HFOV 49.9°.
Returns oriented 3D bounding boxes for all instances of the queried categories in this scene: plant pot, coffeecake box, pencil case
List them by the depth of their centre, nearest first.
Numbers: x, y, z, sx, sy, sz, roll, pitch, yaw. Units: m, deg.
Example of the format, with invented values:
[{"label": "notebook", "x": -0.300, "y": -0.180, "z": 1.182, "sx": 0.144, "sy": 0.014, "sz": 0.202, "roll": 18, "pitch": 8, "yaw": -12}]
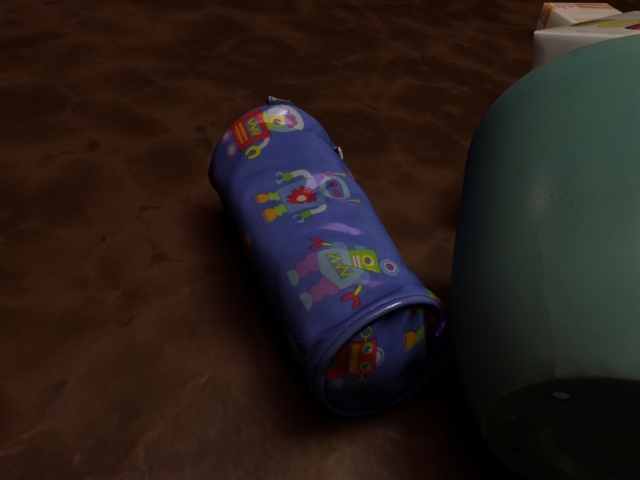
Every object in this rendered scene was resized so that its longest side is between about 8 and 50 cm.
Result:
[{"label": "plant pot", "x": 0.224, "y": 0.046, "z": 0.476, "sx": 0.293, "sy": 0.293, "sz": 0.235, "roll": 17, "pitch": 53, "yaw": 9}, {"label": "pencil case", "x": 0.000, "y": 0.000, "z": 0.599, "sx": 0.133, "sy": 0.119, "sz": 0.306, "roll": -20, "pitch": 47, "yaw": -10}, {"label": "coffeecake box", "x": 0.477, "y": -0.336, "z": 1.165, "sx": 0.142, "sy": 0.068, "sz": 0.185, "roll": -7, "pitch": 42, "yaw": -20}]

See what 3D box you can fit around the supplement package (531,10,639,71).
[{"label": "supplement package", "x": 0.418, "y": -0.232, "z": 0.943, "sx": 0.244, "sy": 0.133, "sz": 0.139, "roll": -21, "pitch": 28, "yaw": -33}]
